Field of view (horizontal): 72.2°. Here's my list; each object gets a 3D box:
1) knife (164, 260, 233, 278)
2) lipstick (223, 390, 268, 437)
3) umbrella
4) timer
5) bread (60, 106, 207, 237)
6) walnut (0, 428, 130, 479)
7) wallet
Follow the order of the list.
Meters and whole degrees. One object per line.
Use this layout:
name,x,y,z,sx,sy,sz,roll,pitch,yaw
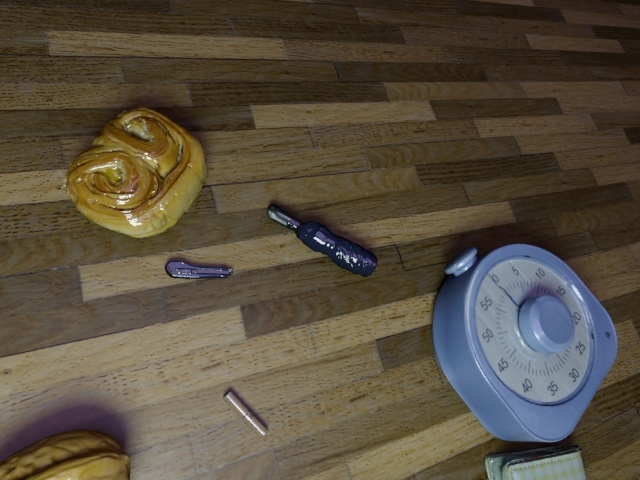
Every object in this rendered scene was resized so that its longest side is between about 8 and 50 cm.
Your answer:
knife,-0.221,0.055,0.801,0.121,0.018,0.031,4,70,-22
lipstick,-0.126,0.293,0.741,0.094,0.019,0.019,46,61,1
umbrella,-0.001,0.003,0.885,0.248,0.071,0.071,26,62,-5
timer,0.410,0.176,0.909,0.394,0.173,0.395,7,68,-18
bread,-0.314,-0.115,0.774,0.198,0.120,0.236,31,62,-6
walnut,-0.349,0.337,0.564,0.206,0.159,0.159,-24,79,-22
wallet,0.439,0.565,0.826,0.223,0.077,0.310,2,71,-21
